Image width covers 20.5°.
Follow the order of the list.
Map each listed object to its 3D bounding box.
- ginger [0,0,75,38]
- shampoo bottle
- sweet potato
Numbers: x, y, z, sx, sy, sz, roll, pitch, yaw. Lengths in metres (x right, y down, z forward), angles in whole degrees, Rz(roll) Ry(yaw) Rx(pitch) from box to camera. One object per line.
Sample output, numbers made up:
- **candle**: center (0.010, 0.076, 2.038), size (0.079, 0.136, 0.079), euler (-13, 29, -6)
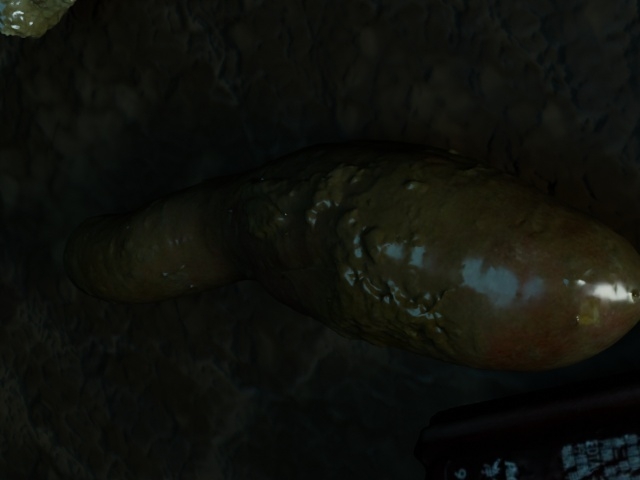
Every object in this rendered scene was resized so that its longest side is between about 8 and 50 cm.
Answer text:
- **ginger**: center (-0.176, -0.192, 1.013), size (0.096, 0.067, 0.165), euler (-16, 78, 39)
- **shampoo bottle**: center (0.196, 0.107, 0.779), size (0.323, 0.084, 0.129), euler (-18, 93, 38)
- **sweet potato**: center (0.000, 0.000, 0.897), size (0.385, 0.109, 0.109), euler (7, 105, 42)
